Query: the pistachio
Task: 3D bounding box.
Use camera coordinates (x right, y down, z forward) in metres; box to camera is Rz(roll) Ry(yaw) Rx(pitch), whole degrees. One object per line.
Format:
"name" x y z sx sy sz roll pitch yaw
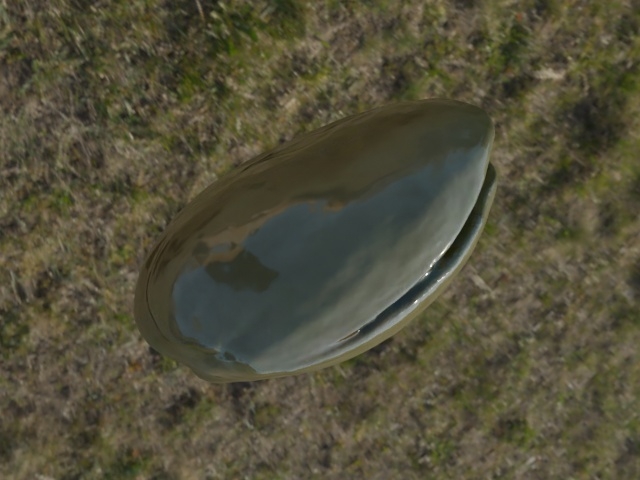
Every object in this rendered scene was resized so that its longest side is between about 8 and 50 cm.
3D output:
"pistachio" 0.000 0.000 0.531 0.226 0.136 0.136 -31 132 -1
